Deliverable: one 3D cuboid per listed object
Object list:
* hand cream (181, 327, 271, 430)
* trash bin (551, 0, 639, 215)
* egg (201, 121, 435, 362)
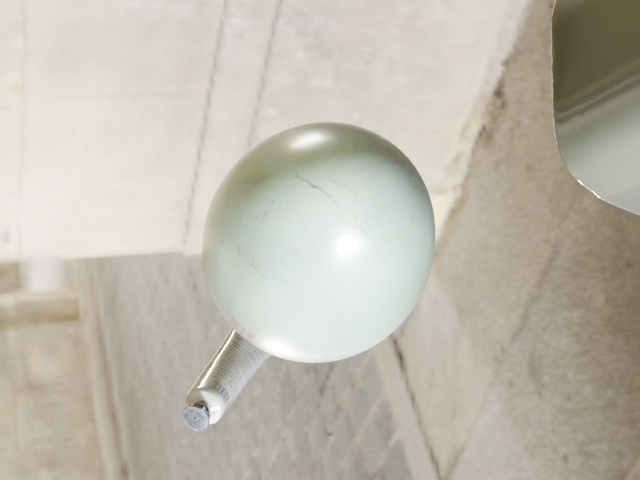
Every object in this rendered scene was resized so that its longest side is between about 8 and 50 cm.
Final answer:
[{"bbox_3d":[-0.099,0.141,1.367,0.067,0.042,0.194,55,-151,-11],"label":"hand cream"},{"bbox_3d":[0.291,-0.133,0.804,0.250,0.219,0.219,-28,50,50],"label":"trash bin"},{"bbox_3d":[0.000,0.000,0.996,0.264,0.182,0.183,122,141,-69],"label":"egg"}]
